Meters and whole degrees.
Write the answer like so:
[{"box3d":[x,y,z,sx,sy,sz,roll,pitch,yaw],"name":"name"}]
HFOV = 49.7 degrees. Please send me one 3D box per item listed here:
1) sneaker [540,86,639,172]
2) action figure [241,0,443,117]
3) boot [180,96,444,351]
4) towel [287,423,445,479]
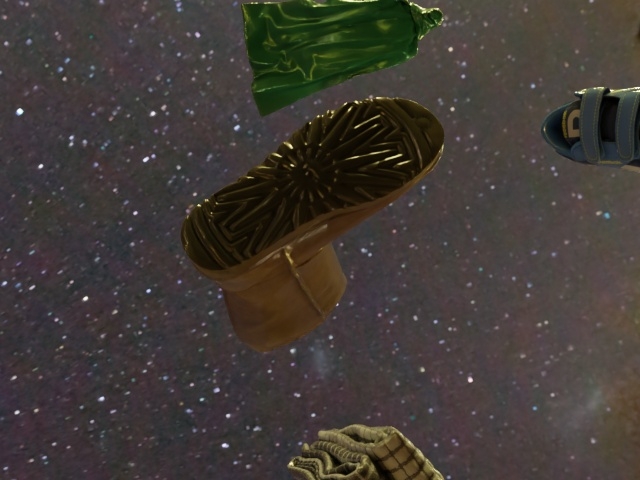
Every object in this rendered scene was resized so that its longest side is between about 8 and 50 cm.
[{"box3d":[0.178,-0.065,0.404,0.144,0.059,0.053,-147,66,-85],"name":"sneaker"},{"box3d":[0.029,-0.234,0.811,0.063,0.232,0.137,-32,-67,-71],"name":"action figure"},{"box3d":[0.000,0.000,0.651,0.089,0.236,0.269,62,176,22],"name":"boot"},{"box3d":[0.083,0.350,0.875,0.235,0.284,0.121,47,-112,-1],"name":"towel"}]
